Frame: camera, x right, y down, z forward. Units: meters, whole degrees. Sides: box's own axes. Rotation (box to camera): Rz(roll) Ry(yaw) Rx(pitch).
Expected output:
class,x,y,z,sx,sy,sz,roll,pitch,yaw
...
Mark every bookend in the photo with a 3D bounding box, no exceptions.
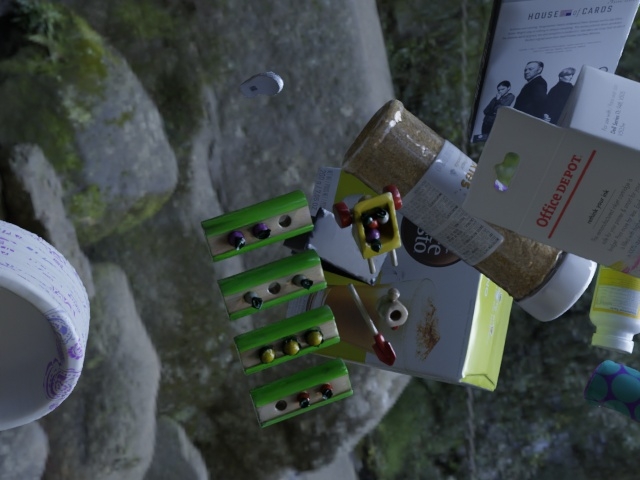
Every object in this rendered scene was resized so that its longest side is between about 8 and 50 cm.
class,x,y,z,sx,sy,sz,roll,pitch,yaw
bookend,0.000,0.000,1.516,0.156,0.157,0.072,28,83,-35

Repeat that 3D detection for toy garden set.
class,x,y,z,sx,sy,sz,roll,pitch,yaw
toy garden set,0.007,0.066,0.979,0.049,0.204,0.244,-132,-154,-64

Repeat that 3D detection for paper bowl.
class,x,y,z,sx,sy,sz,roll,pitch,yaw
paper bowl,-0.421,0.087,1.127,0.148,0.284,0.284,-94,171,-51

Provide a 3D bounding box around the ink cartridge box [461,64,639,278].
class,x,y,z,sx,sy,sz,roll,pitch,yaw
ink cartridge box,0.366,-0.071,1.108,0.207,0.353,0.119,102,11,-54

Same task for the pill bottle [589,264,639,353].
class,x,y,z,sx,sy,sz,roll,pitch,yaw
pill bottle,0.567,0.115,1.772,0.103,0.103,0.184,49,54,-79

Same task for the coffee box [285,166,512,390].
class,x,y,z,sx,sy,sz,roll,pitch,yaw
coffee box,0.171,0.079,1.748,0.338,0.334,0.338,31,70,-67

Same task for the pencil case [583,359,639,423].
class,x,y,z,sx,sy,sz,roll,pitch,yaw
pencil case,0.424,0.214,1.220,0.064,0.151,0.070,-31,139,-50

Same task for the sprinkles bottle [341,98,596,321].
class,x,y,z,sx,sy,sz,roll,pitch,yaw
sprinkles bottle,0.199,-0.038,1.263,0.355,0.121,0.121,37,13,-7

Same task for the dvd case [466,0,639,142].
class,x,y,z,sx,sy,sz,roll,pitch,yaw
dvd case,0.287,-0.223,1.174,0.239,0.179,0.029,93,-13,-51

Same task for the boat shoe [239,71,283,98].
class,x,y,z,sx,sy,sz,roll,pitch,yaw
boat shoe,-0.079,-0.229,1.355,0.035,0.035,0.100,52,-25,-19
